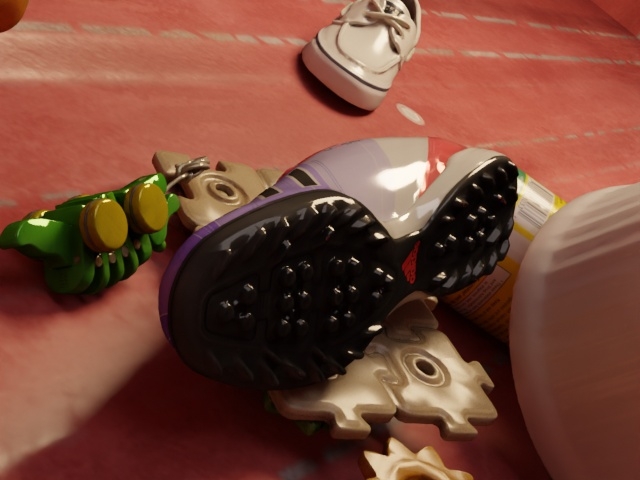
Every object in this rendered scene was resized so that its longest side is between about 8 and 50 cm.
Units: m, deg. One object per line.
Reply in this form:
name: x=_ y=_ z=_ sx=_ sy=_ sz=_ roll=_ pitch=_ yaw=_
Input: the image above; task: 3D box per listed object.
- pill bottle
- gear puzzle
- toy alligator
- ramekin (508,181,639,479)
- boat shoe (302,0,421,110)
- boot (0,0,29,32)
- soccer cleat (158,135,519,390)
pill bottle: x=0.184 y=0.040 z=0.934 sx=0.208 sy=0.118 sz=0.117 roll=34 pitch=24 yaw=-4
gear puzzle: x=0.013 y=0.069 z=0.742 sx=0.175 sy=0.044 sz=0.339 roll=8 pitch=35 yaw=-35
toy alligator: x=-0.111 y=-0.006 z=0.698 sx=0.189 sy=0.056 sz=0.051 roll=-29 pitch=108 yaw=-59
ramekin: x=0.275 y=0.074 z=0.813 sx=0.277 sy=0.135 sz=0.277 roll=12 pitch=66 yaw=-29
boat shoe: x=0.057 y=-0.209 z=1.251 sx=0.096 sy=0.088 sz=0.267 roll=37 pitch=24 yaw=2
boot: x=-0.230 y=-0.115 z=0.677 sx=0.295 sy=0.104 sz=0.211 roll=82 pitch=1 yaw=-72
soccer cleat: x=0.000 y=0.000 z=0.709 sx=0.116 sy=0.109 sz=0.318 roll=18 pitch=24 yaw=31
